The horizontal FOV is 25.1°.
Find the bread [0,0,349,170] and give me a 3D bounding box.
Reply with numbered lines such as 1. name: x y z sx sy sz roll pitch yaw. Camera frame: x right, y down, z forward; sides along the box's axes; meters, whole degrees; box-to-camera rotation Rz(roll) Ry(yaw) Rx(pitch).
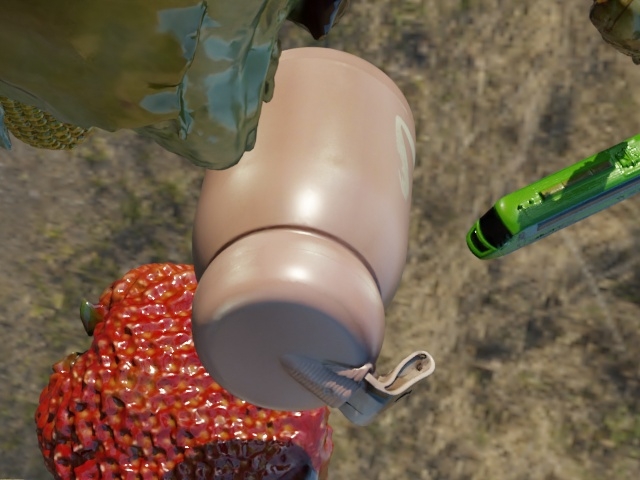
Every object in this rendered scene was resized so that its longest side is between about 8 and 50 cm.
1. bread: -0.161 -0.167 0.604 0.191 0.370 0.314 -38 167 -30

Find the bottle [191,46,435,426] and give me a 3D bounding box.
1. bottle: 0.000 0.000 1.130 0.206 0.173 0.297 32 34 -19

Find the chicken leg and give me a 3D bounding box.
1. chicken leg: 0.277 -0.197 1.259 0.178 0.070 0.093 31 50 -66

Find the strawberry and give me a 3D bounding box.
1. strawberry: -0.134 0.199 1.554 0.312 0.351 0.267 -55 139 -12

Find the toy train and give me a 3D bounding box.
1. toy train: 0.236 -0.044 1.383 0.209 0.044 0.042 -25 148 -8

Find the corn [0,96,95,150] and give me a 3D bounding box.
1. corn: -0.326 -0.222 1.479 0.144 0.144 0.387 -59 161 -22
